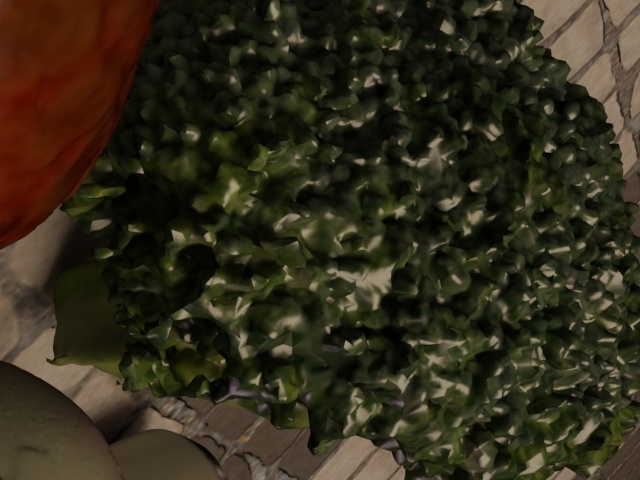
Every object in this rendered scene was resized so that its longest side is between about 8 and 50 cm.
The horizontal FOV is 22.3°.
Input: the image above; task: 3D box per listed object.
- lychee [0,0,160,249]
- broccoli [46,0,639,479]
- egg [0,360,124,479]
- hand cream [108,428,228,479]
[{"bbox_3d":[-0.128,-0.110,0.403,0.300,0.255,0.255,2,132,-20],"label":"lychee"},{"bbox_3d":[0.013,-0.018,0.782,0.375,0.302,0.249,20,88,-39],"label":"broccoli"},{"bbox_3d":[-0.176,0.142,0.764,0.183,0.183,0.217,-51,166,4],"label":"egg"},{"bbox_3d":[-0.208,0.215,0.925,0.358,0.118,0.185,-18,144,-37],"label":"hand cream"}]
